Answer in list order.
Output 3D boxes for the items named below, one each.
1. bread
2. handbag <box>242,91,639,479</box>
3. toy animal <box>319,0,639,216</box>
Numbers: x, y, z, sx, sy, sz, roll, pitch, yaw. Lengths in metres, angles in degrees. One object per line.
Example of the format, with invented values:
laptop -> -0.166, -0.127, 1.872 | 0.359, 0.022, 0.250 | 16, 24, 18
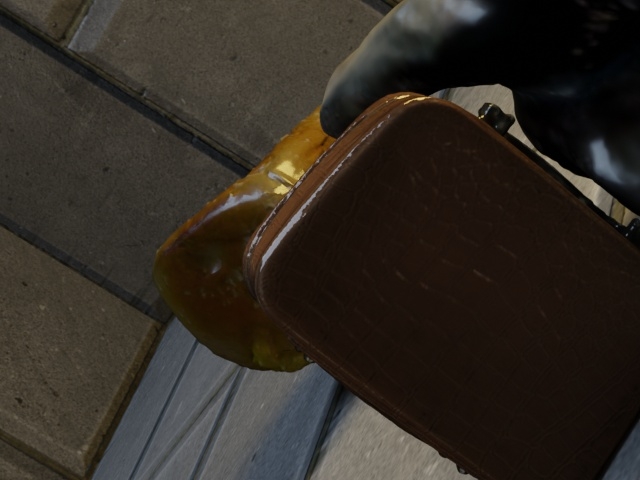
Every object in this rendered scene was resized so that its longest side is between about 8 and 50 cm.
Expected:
bread -> 0.000, 0.000, 1.461 | 0.195, 0.176, 0.246 | -39, 2, 36
handbag -> 0.071, 0.022, 0.814 | 0.151, 0.193, 0.072 | -54, 9, 0
toy animal -> 0.157, -0.130, 0.847 | 0.194, 0.302, 0.344 | -56, -18, -25
